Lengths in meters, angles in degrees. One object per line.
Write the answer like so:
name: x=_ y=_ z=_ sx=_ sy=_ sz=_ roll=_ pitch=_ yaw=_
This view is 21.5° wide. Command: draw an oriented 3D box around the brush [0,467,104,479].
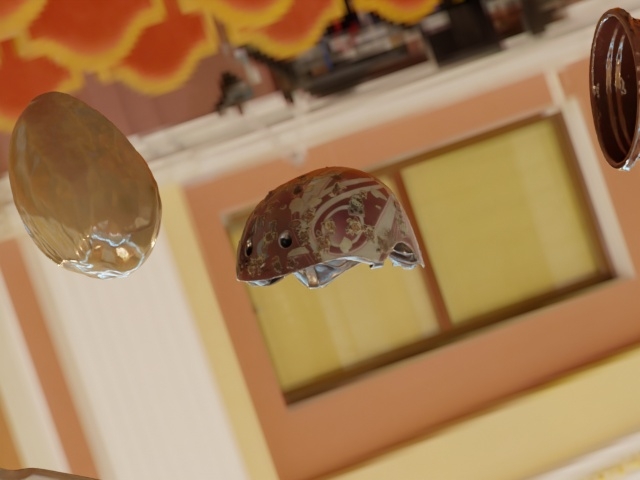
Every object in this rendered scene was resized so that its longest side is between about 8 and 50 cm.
brush: x=-0.208 y=0.190 z=1.173 sx=0.321 sy=0.060 sz=0.050 roll=11 pitch=-138 yaw=7

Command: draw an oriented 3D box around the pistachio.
pistachio: x=-0.236 y=-0.052 z=1.658 sx=0.136 sy=0.226 sz=0.136 roll=-22 pitch=147 yaw=-15

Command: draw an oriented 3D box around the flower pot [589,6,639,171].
flower pot: x=0.238 y=-0.104 z=1.130 sx=0.089 sy=0.111 sz=0.111 roll=-5 pitch=180 yaw=-8

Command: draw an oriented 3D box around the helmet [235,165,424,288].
helmet: x=0.003 y=-0.015 z=1.549 sx=0.153 sy=0.107 sz=0.177 roll=-9 pitch=173 yaw=39
